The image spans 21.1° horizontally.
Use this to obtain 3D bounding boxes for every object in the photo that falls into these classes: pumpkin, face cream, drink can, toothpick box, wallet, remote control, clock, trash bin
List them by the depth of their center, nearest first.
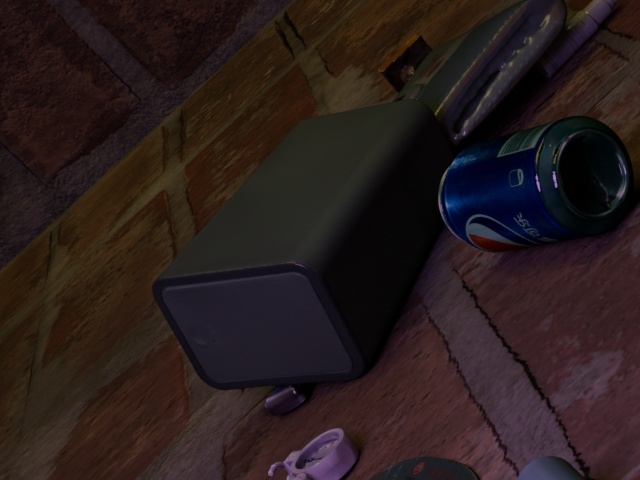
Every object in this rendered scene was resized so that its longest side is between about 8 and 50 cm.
[{"bbox_3d":[0.177,0.193,1.248,0.052,0.052,0.083,-43,14,1],"label":"toothpick box"},{"bbox_3d":[-0.016,0.233,1.640,0.087,0.041,0.129,-25,19,40],"label":"clock"},{"bbox_3d":[0.207,-0.052,1.683,0.118,0.118,0.205,-50,17,-22],"label":"drink can"},{"bbox_3d":[0.000,0.000,1.933,0.223,0.158,0.343,-8,30,34],"label":"trash bin"},{"bbox_3d":[-0.011,0.119,1.938,0.059,0.028,0.212,-34,19,34],"label":"remote control"},{"bbox_3d":[0.313,-0.255,2.090,0.130,0.034,0.034,-46,16,-4],"label":"face cream"},{"bbox_3d":[0.159,-0.189,2.175,0.252,0.083,0.360,-49,9,-15],"label":"wallet"},{"bbox_3d":[0.131,-0.239,2.424,0.083,0.074,0.054,-43,21,3],"label":"pumpkin"}]

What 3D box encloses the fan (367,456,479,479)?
[{"bbox_3d":[0.039,0.284,1.434,0.223,0.012,0.294,-26,24,41],"label":"fan"}]
